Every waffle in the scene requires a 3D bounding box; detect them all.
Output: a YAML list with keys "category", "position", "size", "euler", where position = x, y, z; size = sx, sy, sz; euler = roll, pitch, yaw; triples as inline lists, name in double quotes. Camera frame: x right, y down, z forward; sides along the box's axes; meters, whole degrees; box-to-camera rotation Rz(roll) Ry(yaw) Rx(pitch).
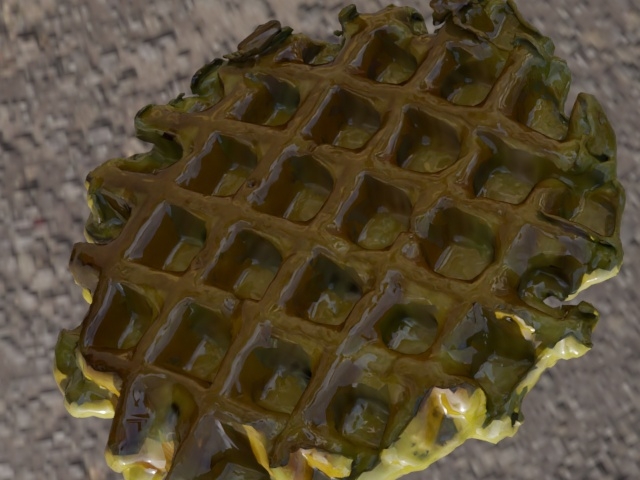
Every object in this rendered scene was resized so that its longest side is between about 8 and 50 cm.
- category: "waffle"
  position: [0.000, 0.000, 0.981]
  size: [0.325, 0.302, 0.068]
  euler: [-22, 142, 7]
